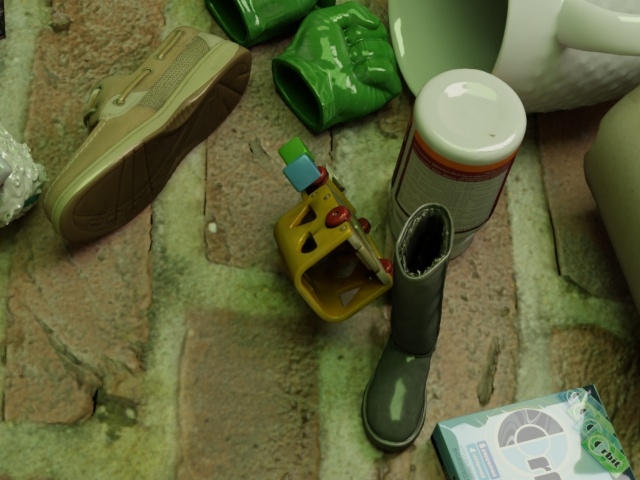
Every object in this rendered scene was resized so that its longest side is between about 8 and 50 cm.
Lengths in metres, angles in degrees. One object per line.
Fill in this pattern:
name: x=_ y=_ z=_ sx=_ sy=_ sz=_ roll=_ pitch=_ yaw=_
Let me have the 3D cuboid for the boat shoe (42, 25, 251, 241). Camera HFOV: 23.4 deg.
boat shoe: x=-0.211 y=-0.125 z=1.733 sx=0.110 sy=0.122 sz=0.341 roll=29 pitch=48 yaw=15

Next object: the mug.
mug: x=0.307 y=-0.273 z=1.774 sx=0.328 sy=0.276 sz=0.374 roll=-5 pitch=20 yaw=-26

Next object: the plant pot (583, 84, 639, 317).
plant pot: x=0.443 y=-0.016 z=1.668 sx=0.333 sy=0.334 sz=0.305 roll=-11 pitch=50 yaw=-15

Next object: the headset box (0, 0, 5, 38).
headset box: x=-0.403 y=-0.263 z=1.802 sx=0.062 sy=0.083 sz=0.032 roll=-24 pitch=65 yaw=-21

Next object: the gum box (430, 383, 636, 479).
gum box: x=0.228 y=0.244 z=1.608 sx=0.184 sy=0.041 sz=0.157 roll=-11 pitch=60 yaw=-16

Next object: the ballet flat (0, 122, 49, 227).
ballet flat: x=-0.461 y=-0.156 z=1.716 sx=0.409 sy=0.147 sz=0.147 roll=44 pitch=62 yaw=14

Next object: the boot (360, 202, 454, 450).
boot: x=0.094 y=0.091 z=1.583 sx=0.076 sy=0.208 sz=0.190 roll=12 pitch=57 yaw=-1

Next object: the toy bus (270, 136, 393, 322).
toy bus: x=0.000 y=0.002 z=1.683 sx=0.104 sy=0.202 sz=0.191 roll=-36 pitch=74 yaw=6

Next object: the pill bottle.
pill bottle: x=0.143 y=-0.076 z=1.689 sx=0.121 sy=0.221 sz=0.121 roll=4 pitch=58 yaw=-6

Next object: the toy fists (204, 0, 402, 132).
toy fists: x=-0.014 y=-0.260 z=1.856 sx=0.142 sy=0.096 sz=0.279 roll=-29 pitch=65 yaw=-26

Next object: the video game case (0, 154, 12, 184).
video game case: x=-0.463 y=-0.070 z=1.620 sx=0.227 sy=0.026 sz=0.206 roll=-44 pitch=77 yaw=9
